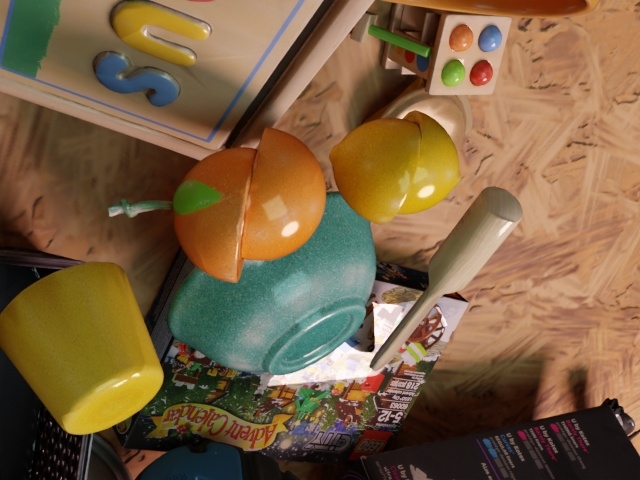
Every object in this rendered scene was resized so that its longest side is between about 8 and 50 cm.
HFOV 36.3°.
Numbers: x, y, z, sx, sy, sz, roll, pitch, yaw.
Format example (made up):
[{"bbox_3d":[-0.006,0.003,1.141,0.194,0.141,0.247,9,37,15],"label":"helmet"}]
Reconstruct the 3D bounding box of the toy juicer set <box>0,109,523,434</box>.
[{"bbox_3d":[0.000,0.000,0.548,0.209,0.089,0.329,-46,155,25],"label":"toy juicer set"}]

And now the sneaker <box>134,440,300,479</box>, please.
[{"bbox_3d":[0.032,0.249,0.639,0.125,0.340,0.140,-47,154,-56],"label":"sneaker"}]

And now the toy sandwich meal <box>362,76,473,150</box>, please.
[{"bbox_3d":[0.066,-0.077,0.678,0.085,0.029,0.086,-16,131,-19],"label":"toy sandwich meal"}]

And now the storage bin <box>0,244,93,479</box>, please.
[{"bbox_3d":[-0.196,0.092,0.533,0.122,0.084,0.180,8,90,-36],"label":"storage bin"}]

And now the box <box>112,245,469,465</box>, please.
[{"bbox_3d":[-0.018,0.083,0.708,0.233,0.044,0.159,14,109,-38],"label":"box"}]

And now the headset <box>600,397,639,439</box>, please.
[{"bbox_3d":[0.448,0.129,0.923,0.394,0.243,0.185,-17,128,1],"label":"headset"}]

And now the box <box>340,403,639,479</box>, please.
[{"bbox_3d":[0.141,0.255,0.819,0.270,0.143,0.165,-5,143,-31],"label":"box"}]

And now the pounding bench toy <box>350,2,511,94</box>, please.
[{"bbox_3d":[0.069,-0.125,0.623,0.083,0.065,0.052,-6,120,-30],"label":"pounding bench toy"}]

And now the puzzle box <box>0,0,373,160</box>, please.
[{"bbox_3d":[-0.079,-0.162,0.288,0.272,0.409,0.052,18,63,-17],"label":"puzzle box"}]

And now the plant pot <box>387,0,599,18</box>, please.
[{"bbox_3d":[0.052,-0.223,0.482,0.205,0.205,0.188,5,99,-35],"label":"plant pot"}]

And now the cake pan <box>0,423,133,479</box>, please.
[{"bbox_3d":[-0.252,0.243,0.649,0.293,0.054,0.293,-16,125,-24],"label":"cake pan"}]
